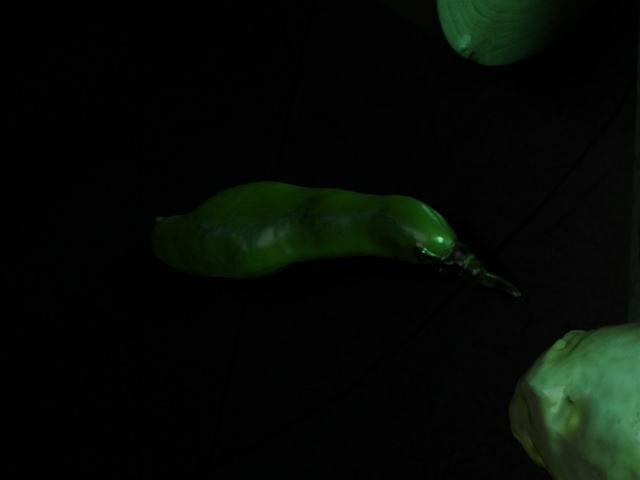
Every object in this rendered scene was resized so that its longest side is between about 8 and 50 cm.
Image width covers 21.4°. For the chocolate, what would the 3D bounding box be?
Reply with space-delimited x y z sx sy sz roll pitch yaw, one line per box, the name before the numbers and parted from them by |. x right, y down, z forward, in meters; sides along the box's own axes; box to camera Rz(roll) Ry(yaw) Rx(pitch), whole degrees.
chocolate | 0.248 0.130 0.938 0.309 0.134 0.134 19 89 35

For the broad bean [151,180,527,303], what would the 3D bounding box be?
broad bean | -0.004 -0.005 1.208 0.325 0.067 0.075 3 88 40

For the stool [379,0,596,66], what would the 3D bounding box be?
stool | 0.063 -0.254 1.156 0.264 0.179 0.179 40 102 38

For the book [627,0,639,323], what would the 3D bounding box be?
book | 0.234 -0.158 0.985 0.269 0.032 0.389 124 151 -75
